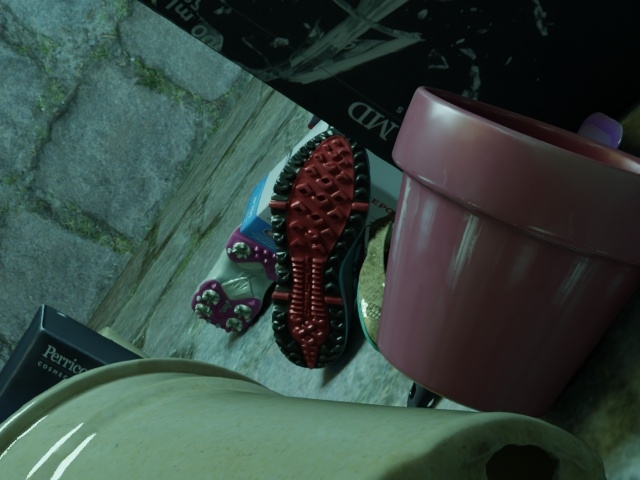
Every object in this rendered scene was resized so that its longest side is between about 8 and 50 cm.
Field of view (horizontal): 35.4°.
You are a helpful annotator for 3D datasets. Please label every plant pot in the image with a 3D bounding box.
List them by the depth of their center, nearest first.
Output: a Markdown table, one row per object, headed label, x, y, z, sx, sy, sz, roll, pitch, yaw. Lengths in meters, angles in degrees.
| label | x | y | z | sx | sy | sz | roll | pitch | yaw |
| --- | --- | --- | --- | --- | --- | --- | --- | --- | --- |
| plant pot | -0.003 | 0.211 | 0.519 | 0.306 | 0.334 | 0.333 | -17 | 42 | 49 |
| plant pot | 0.127 | 0.011 | 0.680 | 0.201 | 0.201 | 0.180 | -113 | 41 | -71 |

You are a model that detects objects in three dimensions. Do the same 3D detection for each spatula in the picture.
| label | x | y | z | sx | sy | sz | roll | pitch | yaw |
| --- | --- | --- | --- | --- | --- | --- | --- | --- | --- |
| spatula | 0.154 | 0.026 | 0.829 | 0.296 | 0.030 | 0.084 | -55 | 16 | 14 |

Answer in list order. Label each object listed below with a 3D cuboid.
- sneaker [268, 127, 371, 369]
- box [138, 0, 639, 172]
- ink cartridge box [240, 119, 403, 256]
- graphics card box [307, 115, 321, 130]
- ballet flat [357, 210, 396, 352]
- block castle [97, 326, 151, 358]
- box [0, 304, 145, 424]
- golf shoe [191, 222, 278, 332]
| label | x | y | z | sx | sy | sz | roll | pitch | yaw |
| --- | --- | --- | --- | --- | --- | --- | --- | --- | --- |
| sneaker | 0.000 | 0.000 | 1.092 | 0.125 | 0.104 | 0.261 | -56 | -23 | -71 |
| box | 0.113 | -0.348 | 0.825 | 0.472 | 0.480 | 0.297 | -46 | 21 | 37 |
| ink cartridge box | 0.015 | -0.048 | 1.183 | 0.191 | 0.140 | 0.082 | -41 | 25 | 47 |
| graphics card box | 0.116 | -0.222 | 1.296 | 0.232 | 0.094 | 0.371 | -59 | 17 | -2 |
| ballet flat | 0.078 | 0.028 | 0.988 | 0.067 | 0.073 | 0.206 | -41 | 24 | 26 |
| block castle | -0.393 | 0.343 | 1.575 | 0.453 | 0.213 | 0.303 | -29 | 26 | 53 |
| box | -0.260 | 0.275 | 1.124 | 0.294 | 0.296 | 0.183 | -60 | 15 | -4 |
| golf shoe | -0.081 | 0.006 | 1.435 | 0.306 | 0.115 | 0.140 | -43 | 19 | 40 |
